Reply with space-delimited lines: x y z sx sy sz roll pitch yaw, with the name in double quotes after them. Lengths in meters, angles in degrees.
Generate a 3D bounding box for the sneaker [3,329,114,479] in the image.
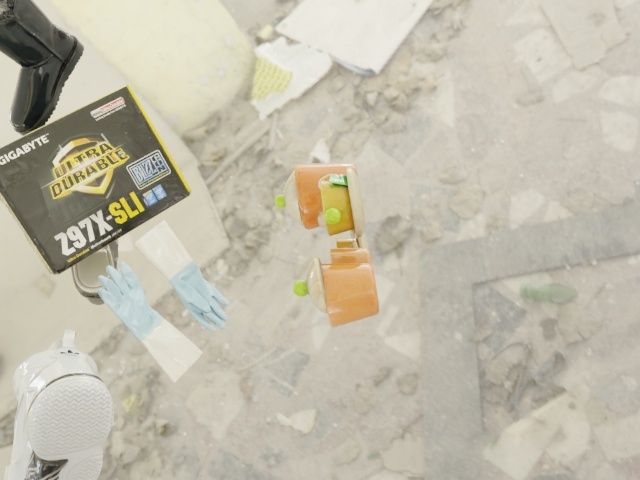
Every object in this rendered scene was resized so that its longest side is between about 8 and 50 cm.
-0.428 0.326 1.073 0.210 0.137 0.366 48 121 55 "sneaker"

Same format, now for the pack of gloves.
-0.283 0.109 1.218 0.046 0.232 0.195 -27 15 45 "pack of gloves"

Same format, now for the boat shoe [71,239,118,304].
-0.494 -0.019 1.455 0.112 0.096 0.335 -3 61 -16 "boat shoe"

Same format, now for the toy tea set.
0.000 0.000 0.885 0.124 0.336 0.200 -9 99 4 "toy tea set"

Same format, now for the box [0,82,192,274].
-0.457 -0.122 1.331 0.322 0.257 0.079 -35 17 -26 "box"

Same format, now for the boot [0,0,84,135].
-0.607 -0.359 1.343 0.094 0.207 0.247 23 82 29 "boot"
